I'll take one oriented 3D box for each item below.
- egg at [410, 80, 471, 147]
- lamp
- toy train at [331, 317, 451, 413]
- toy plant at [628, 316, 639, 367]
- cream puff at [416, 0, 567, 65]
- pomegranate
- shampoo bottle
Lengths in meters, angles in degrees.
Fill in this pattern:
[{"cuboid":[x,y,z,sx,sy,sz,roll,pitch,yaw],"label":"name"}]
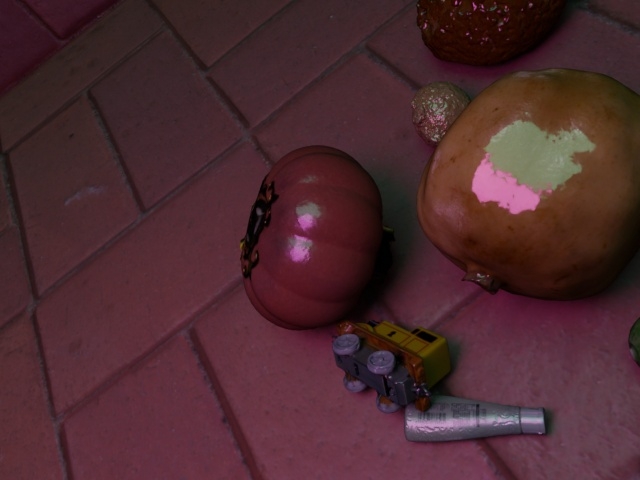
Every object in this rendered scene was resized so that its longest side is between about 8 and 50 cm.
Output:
[{"cuboid":[0.223,-0.230,1.039,0.118,0.116,0.140,-11,49,-6],"label":"egg"},{"cuboid":[0.000,0.000,0.929,0.305,0.240,0.305,-168,90,-73],"label":"lamp"},{"cuboid":[0.103,0.176,0.851,0.127,0.089,0.219,-28,27,-29],"label":"toy train"},{"cuboid":[0.496,0.114,0.660,0.218,0.175,0.235,33,106,45],"label":"toy plant"},{"cuboid":[0.328,-0.496,1.091,0.303,0.212,0.303,-13,51,17],"label":"cream puff"},{"cuboid":[0.298,-0.065,0.770,0.332,0.332,0.332,-13,55,20],"label":"pomegranate"},{"cuboid":[0.213,0.249,0.788,0.191,0.041,0.069,-7,45,23],"label":"shampoo bottle"}]
